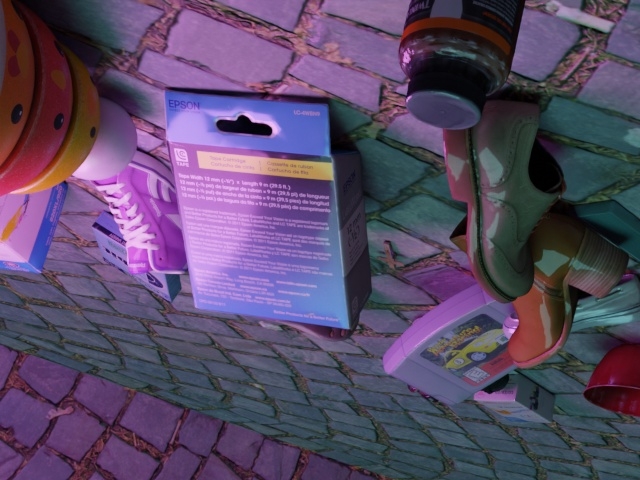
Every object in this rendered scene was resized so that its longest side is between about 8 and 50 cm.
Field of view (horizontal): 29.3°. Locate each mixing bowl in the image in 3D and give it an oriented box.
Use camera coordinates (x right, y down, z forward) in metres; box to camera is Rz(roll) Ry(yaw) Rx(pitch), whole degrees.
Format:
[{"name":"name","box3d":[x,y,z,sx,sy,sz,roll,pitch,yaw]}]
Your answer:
[{"name":"mixing bowl","box3d":[0.558,0.240,2.144,0.181,0.098,0.181,14,160,5]}]

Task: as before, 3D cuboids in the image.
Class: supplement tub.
[{"name":"supplement tub","box3d":[0.132,-0.204,1.123,0.106,0.198,0.106,12,159,5]}]

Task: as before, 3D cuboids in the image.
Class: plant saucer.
[{"name":"plant saucer","box3d":[0.432,-0.005,1.703,0.192,0.018,0.067,29,156,-36]}]

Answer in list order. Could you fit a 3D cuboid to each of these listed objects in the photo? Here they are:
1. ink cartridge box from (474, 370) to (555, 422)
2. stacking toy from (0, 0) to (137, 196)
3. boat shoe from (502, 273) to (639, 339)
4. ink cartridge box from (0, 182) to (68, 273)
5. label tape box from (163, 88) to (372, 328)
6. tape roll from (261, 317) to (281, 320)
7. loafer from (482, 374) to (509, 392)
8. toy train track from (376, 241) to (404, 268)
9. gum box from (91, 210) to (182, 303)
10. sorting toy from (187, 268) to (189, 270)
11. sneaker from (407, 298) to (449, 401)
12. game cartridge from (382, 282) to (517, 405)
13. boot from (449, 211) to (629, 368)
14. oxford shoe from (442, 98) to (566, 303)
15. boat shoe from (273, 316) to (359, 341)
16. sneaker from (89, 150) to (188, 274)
[{"name":"ink cartridge box","box3d":[0.390,0.318,2.516,0.104,0.061,0.181,-6,151,43]},{"name":"stacking toy","box3d":[-0.396,-0.174,1.545,0.351,0.350,0.480,3,176,29]},{"name":"boat shoe","box3d":[0.387,0.095,1.887,0.226,0.083,0.076,-13,111,16]},{"name":"ink cartridge box","box3d":[-0.550,-0.073,1.971,0.171,0.168,0.232,7,158,18]},{"name":"label tape box","box3d":[-0.069,-0.059,1.711,0.249,0.115,0.347,7,121,21]},{"name":"tape roll","box3d":[-0.068,0.045,1.996,0.189,0.080,0.189,3,141,2]},{"name":"loafer","box3d":[0.328,0.252,2.359,0.078,0.076,0.223,25,167,8]},{"name":"toy train track","box3d":[0.114,0.021,1.996,0.048,0.014,0.083,15,155,19]},{"name":"gum box","box3d":[-0.330,0.032,2.220,0.157,0.041,0.184,31,161,9]},{"name":"sorting toy","box3d":[-0.243,0.041,2.246,0.061,0.042,0.102,23,159,-21]},{"name":"sneaker","box3d":[0.232,0.205,2.179,0.106,0.162,0.281,19,160,-11]},{"name":"game cartridge","box3d":[0.256,0.164,2.028,0.196,0.060,0.294,33,124,-33]},{"name":"boot","box3d":[0.278,0.056,1.757,0.220,0.109,0.283,27,141,-4]},{"name":"oxford shoe","box3d":[0.245,-0.037,1.533,0.130,0.123,0.348,-5,142,17]},{"name":"boat shoe","box3d":[-0.087,0.088,2.162,0.324,0.123,0.116,31,170,-22]},{"name":"sneaker","box3d":[-0.285,-0.037,1.903,0.102,0.161,0.282,-1,153,40]}]
